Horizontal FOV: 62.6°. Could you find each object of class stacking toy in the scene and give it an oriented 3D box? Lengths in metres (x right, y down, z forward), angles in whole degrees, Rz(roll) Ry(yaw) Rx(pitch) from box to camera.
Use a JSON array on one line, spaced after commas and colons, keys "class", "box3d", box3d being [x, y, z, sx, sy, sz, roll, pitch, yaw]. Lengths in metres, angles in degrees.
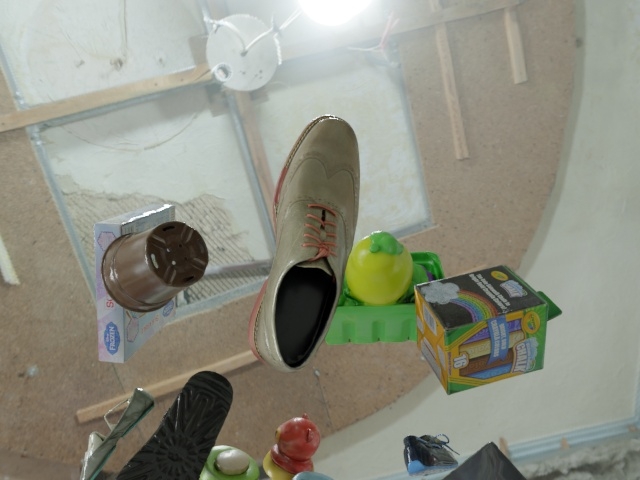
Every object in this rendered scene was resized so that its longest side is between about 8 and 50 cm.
[{"class": "stacking toy", "box3d": [-0.087, 0.470, 1.067, 0.279, 0.309, 0.130, 18, -81, -25]}]

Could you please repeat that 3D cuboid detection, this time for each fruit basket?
[{"class": "fruit basket", "box3d": [0.147, 0.094, 1.383, 0.392, 0.283, 0.392, 1, -58, 1]}]

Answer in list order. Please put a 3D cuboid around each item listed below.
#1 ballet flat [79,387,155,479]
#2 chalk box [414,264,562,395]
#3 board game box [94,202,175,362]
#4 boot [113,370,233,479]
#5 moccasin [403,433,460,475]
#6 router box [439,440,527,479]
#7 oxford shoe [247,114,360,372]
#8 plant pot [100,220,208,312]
[{"class": "ballet flat", "box3d": [-0.434, 0.400, 1.088, 0.068, 0.072, 0.213, 40, -114, -3]}, {"class": "chalk box", "box3d": [0.373, 0.181, 1.151, 0.289, 0.180, 0.179, -11, -62, -7]}, {"class": "board game box", "box3d": [-0.443, 0.087, 1.295, 0.066, 0.319, 0.318, 4, -78, 5]}, {"class": "boot", "box3d": [-0.295, 0.430, 1.046, 0.131, 0.260, 0.348, 36, -121, -2]}, {"class": "moccasin", "box3d": [0.347, 0.653, 1.624, 0.137, 0.117, 0.342, -22, -30, 13]}, {"class": "router box", "box3d": [0.250, 0.366, 0.462, 0.081, 0.309, 0.243, -35, -57, -5]}, {"class": "oxford shoe", "box3d": [0.000, 0.000, 0.675, 0.123, 0.130, 0.348, 12, -95, -16]}, {"class": "plant pot", "box3d": [-0.309, 0.042, 1.010, 0.167, 0.165, 0.167, 17, -116, -38]}]
